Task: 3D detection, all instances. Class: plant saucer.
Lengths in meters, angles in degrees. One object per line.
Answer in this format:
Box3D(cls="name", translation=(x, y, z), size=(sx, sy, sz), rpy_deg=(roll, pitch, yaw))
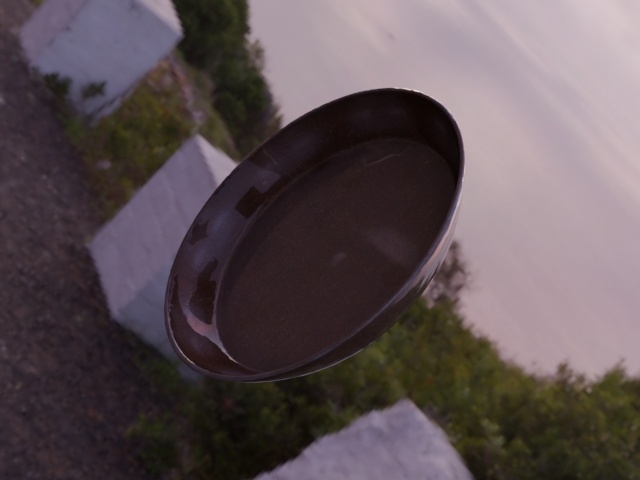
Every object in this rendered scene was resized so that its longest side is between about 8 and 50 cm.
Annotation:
Box3D(cls="plant saucer", translation=(0.000, 0.000, 0.555), size=(0.029, 0.168, 0.168), rpy_deg=(45, 11, -36))
